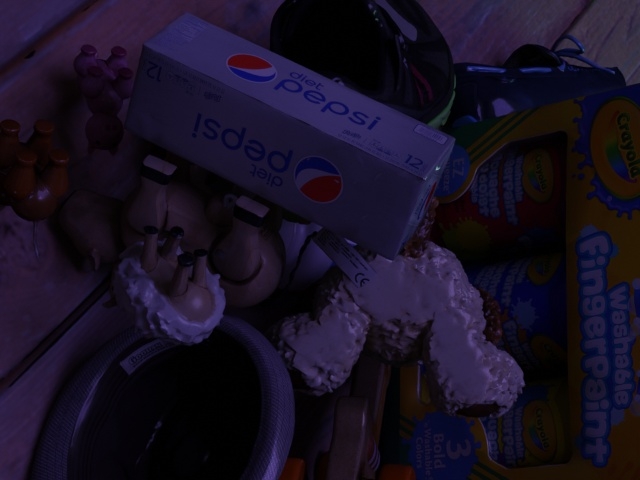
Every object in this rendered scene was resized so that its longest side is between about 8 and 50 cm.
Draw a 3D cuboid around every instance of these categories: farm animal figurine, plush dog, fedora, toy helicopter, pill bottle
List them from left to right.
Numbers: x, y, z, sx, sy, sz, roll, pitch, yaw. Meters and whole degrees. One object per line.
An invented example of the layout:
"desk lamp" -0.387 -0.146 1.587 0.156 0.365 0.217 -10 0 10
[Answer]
"farm animal figurine" -0.157 -0.037 1.500 0.326 0.172 0.330 34 39 20
"fedora" -0.134 0.205 1.453 0.124 0.243 0.275 65 36 -55
"pill bottle" 0.000 0.000 1.695 0.221 0.124 0.124 11 69 -43
"toy helicopter" 0.046 0.230 1.633 0.355 0.140 0.235 -78 165 -46
"plush dog" 0.078 0.062 1.568 0.262 0.225 0.211 8 88 0

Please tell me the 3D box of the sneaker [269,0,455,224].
"sneaker" 0.047 -0.195 1.667 0.483 0.185 0.202 -76 163 -61

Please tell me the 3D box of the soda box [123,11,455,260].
"soda box" -0.030 -0.097 1.403 0.286 0.098 0.091 26 36 10

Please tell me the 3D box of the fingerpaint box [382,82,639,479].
"fingerpaint box" 0.260 0.081 1.723 0.163 0.371 0.445 21 66 -48

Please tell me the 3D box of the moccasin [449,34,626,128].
"moccasin" 0.300 -0.216 2.074 0.342 0.137 0.117 -14 83 -49
